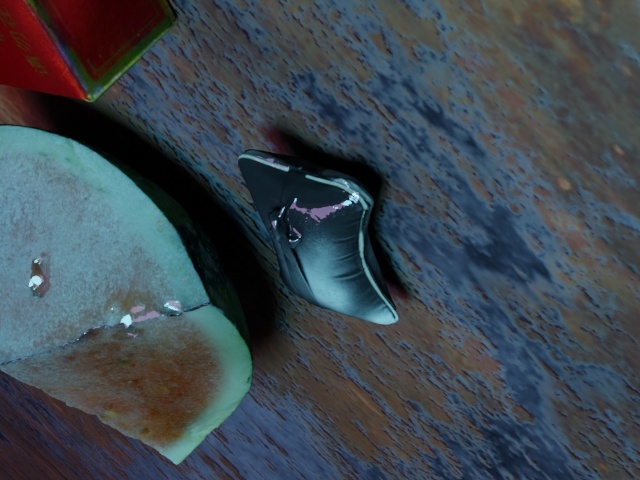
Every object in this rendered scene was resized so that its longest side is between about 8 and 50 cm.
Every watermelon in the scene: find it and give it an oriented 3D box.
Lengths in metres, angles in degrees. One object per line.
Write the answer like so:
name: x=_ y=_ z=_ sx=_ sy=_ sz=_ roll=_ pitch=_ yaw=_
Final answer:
watermelon: x=-0.153 y=0.044 z=1.045 sx=0.256 sy=0.176 sz=0.260 roll=32 pitch=177 yaw=38

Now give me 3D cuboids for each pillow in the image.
pillow: x=0.001 y=-0.002 z=0.872 sx=0.091 sy=0.055 sz=0.135 roll=-4 pitch=141 yaw=14

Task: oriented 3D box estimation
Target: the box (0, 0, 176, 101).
box: x=-0.255 y=-0.202 z=0.880 sx=0.313 sy=0.089 sz=0.197 roll=15 pitch=145 yaw=45
